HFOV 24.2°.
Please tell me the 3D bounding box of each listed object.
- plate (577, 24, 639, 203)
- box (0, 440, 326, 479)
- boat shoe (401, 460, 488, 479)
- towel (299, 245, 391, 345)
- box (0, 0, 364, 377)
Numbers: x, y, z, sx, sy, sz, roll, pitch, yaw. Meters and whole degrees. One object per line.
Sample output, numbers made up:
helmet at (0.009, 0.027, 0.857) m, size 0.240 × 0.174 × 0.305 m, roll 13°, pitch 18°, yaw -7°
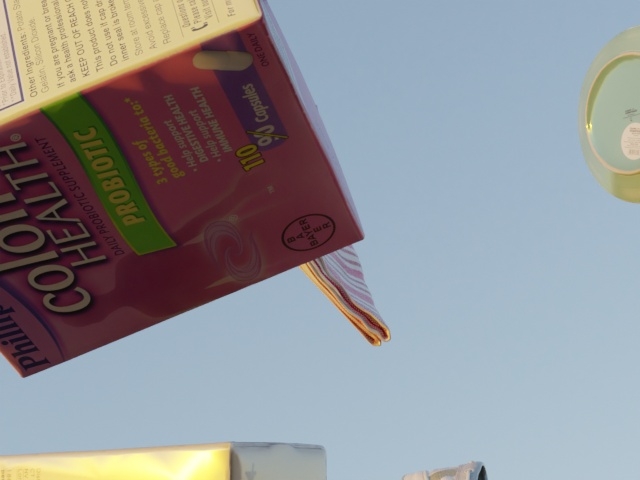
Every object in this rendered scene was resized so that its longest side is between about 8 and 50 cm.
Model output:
plate at (0.328, -0.132, 1.558) m, size 0.024 × 0.188 × 0.188 m, roll 0°, pitch -28°, yaw -35°
box at (-0.127, 0.222, 1.142) m, size 0.232 × 0.127 × 0.148 m, roll -7°, pitch -11°, yaw 27°
boat shoe at (0.168, 0.341, 1.640) m, size 0.103 × 0.320 × 0.118 m, roll -22°, pitch -70°, yaw 1°
towel at (0.000, 0.000, 1.316) m, size 0.029 × 0.197 × 0.144 m, roll -38°, pitch -66°, yaw 8°
box at (-0.125, -0.056, 0.903) m, size 0.243 × 0.117 × 0.213 m, roll -21°, pitch -39°, yaw 4°
